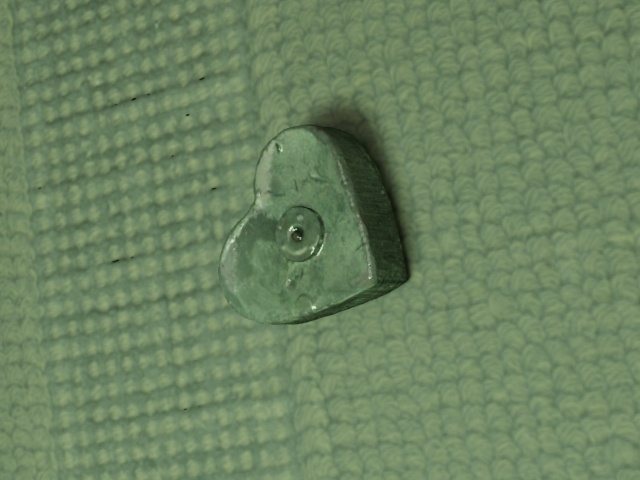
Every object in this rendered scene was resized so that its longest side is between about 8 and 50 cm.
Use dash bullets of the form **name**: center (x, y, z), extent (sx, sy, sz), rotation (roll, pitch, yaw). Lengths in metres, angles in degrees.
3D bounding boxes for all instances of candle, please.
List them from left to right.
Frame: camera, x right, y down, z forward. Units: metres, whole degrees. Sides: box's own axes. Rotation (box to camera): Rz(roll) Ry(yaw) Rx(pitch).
- **candle**: center (0.000, 0.000, 1.524), extent (0.168, 0.068, 0.192), rotation (28, 105, 29)
